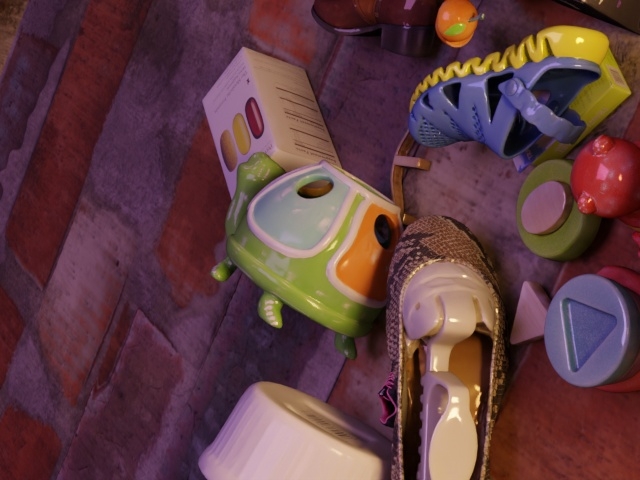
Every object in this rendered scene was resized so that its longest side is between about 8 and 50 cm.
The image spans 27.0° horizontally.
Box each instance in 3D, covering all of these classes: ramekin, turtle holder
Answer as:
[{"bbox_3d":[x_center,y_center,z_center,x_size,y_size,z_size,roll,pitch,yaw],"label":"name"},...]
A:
[{"bbox_3d":[-0.014,0.304,1.819,0.277,0.277,0.135,32,95,53],"label":"ramekin"},{"bbox_3d":[-0.008,0.003,1.963,0.227,0.243,0.320,-59,20,7],"label":"turtle holder"}]

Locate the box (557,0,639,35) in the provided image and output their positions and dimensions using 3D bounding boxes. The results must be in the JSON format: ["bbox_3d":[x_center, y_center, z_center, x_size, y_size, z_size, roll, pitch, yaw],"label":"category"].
[{"bbox_3d":[0.311,-0.353,1.590,0.165,0.270,0.143,29,102,25],"label":"box"}]

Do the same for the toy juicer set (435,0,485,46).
[{"bbox_3d":[0.245,-0.367,1.837,0.209,0.090,0.329,-66,-5,34],"label":"toy juicer set"}]

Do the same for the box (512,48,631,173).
[{"bbox_3d":[0.315,-0.176,1.743,0.178,0.042,0.109,-46,44,35],"label":"box"}]

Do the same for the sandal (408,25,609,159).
[{"bbox_3d":[0.231,-0.167,1.717,0.317,0.126,0.138,-19,66,51],"label":"sandal"}]

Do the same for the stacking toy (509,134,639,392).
[{"bbox_3d":[0.294,0.020,1.594,0.279,0.130,0.308,6,89,55],"label":"stacking toy"}]

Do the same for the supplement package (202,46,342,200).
[{"bbox_3d":[-0.083,-0.175,2.195,0.139,0.134,0.244,-49,43,31],"label":"supplement package"}]

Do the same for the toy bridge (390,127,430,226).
[{"bbox_3d":[0.134,-0.116,1.977,0.063,0.026,0.188,11,88,55],"label":"toy bridge"}]

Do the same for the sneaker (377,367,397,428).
[{"bbox_3d":[0.106,0.208,1.868,0.047,0.057,0.119,-20,60,51],"label":"sneaker"}]

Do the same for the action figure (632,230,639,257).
[{"bbox_3d":[0.397,-0.035,1.594,0.038,0.030,0.115,24,102,59],"label":"action figure"}]

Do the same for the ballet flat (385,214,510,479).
[{"bbox_3d":[0.164,0.184,1.695,0.182,0.164,0.482,92,-179,-76],"label":"ballet flat"}]

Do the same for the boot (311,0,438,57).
[{"bbox_3d":[0.089,-0.442,2.025,0.264,0.096,0.280,33,124,52],"label":"boot"}]
